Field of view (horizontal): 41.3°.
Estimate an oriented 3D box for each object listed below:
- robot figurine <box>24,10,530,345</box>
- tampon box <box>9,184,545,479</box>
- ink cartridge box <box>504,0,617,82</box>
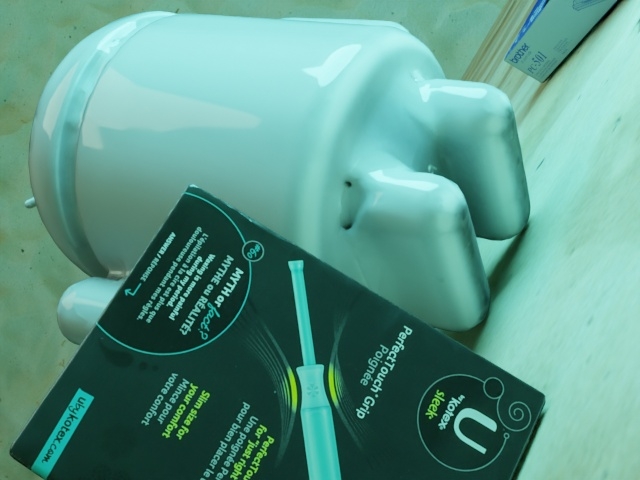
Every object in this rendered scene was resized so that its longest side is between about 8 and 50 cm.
[{"bbox_3d":[-0.048,-0.045,0.563,0.300,0.353,0.200,-56,-37,-31],"label":"robot figurine"},{"bbox_3d":[-0.017,0.081,0.347,0.120,0.161,0.101,-59,-1,-20],"label":"tampon box"},{"bbox_3d":[0.224,-0.220,0.698,0.097,0.046,0.207,-59,-1,-17],"label":"ink cartridge box"}]
